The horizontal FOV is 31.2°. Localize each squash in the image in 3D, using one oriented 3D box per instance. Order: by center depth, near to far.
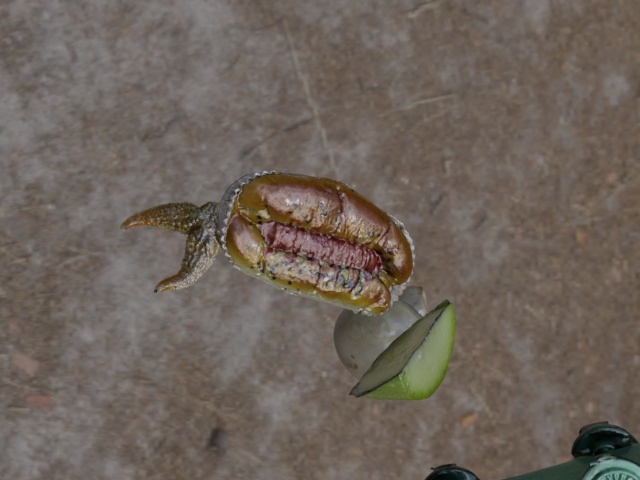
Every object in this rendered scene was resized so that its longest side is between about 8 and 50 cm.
[{"bbox_3d":[0.140,0.202,1.771,0.085,0.184,0.192,45,52,-3],"label":"squash"}]

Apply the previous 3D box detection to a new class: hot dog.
[{"bbox_3d":[0.000,0.000,1.332,0.268,0.075,0.144,22,100,-29],"label":"hot dog"}]

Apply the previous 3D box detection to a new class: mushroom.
[{"bbox_3d":[0.133,0.167,2.061,0.204,0.204,0.204,4,84,-42],"label":"mushroom"}]

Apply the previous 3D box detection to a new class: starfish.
[{"bbox_3d":[-0.166,0.005,1.682,0.050,0.247,0.138,53,28,-75],"label":"starfish"}]

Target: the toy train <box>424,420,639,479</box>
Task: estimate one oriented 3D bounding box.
[{"bbox_3d":[0.269,0.364,1.344,0.150,0.369,0.237,-33,106,-79],"label":"toy train"}]
